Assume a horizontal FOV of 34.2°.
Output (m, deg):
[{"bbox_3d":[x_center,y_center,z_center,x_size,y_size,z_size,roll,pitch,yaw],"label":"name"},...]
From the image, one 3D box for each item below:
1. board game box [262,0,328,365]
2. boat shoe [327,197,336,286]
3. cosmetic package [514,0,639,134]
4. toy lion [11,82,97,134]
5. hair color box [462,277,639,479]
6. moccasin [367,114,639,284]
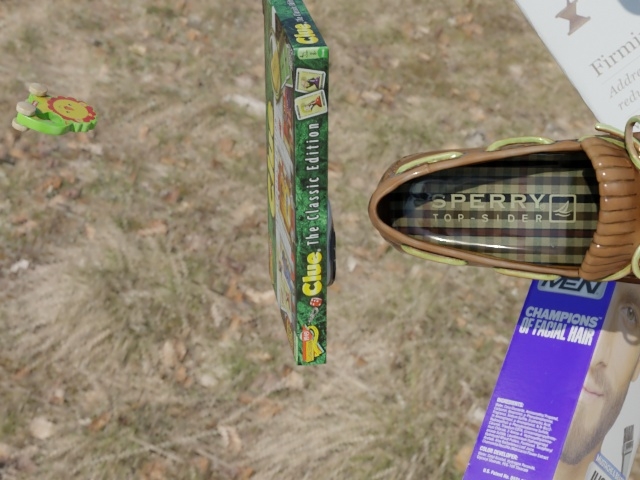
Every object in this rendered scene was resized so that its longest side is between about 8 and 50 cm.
[{"bbox_3d":[-0.019,-0.048,0.789,0.030,0.260,0.136,-5,31,-8],"label":"board game box"},{"bbox_3d":[0.000,0.000,1.515,0.049,0.142,0.040,-2,-5,29],"label":"boat shoe"},{"bbox_3d":[0.468,-0.266,1.258,0.327,0.329,0.394,12,45,-60],"label":"cosmetic package"},{"bbox_3d":[-0.337,-0.162,1.338,0.096,0.034,0.100,20,29,-10],"label":"toy lion"},{"bbox_3d":[0.272,0.202,1.147,0.110,0.339,0.185,6,-23,40],"label":"hair color box"},{"bbox_3d":[0.228,-0.031,0.828,0.379,0.139,0.147,6,8,14],"label":"moccasin"}]
